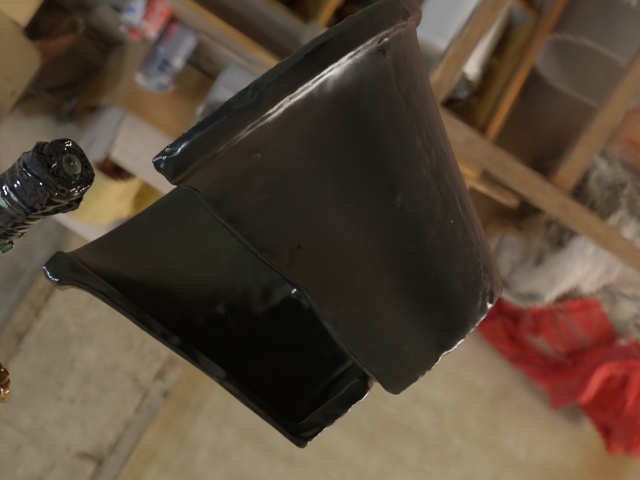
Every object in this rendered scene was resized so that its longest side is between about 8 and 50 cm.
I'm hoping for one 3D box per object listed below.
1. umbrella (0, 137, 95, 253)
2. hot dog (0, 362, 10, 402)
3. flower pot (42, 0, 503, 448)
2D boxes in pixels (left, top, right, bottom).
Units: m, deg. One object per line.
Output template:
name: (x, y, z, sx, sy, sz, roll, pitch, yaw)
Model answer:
umbrella: (-0.210, -0.012, 0.836, 0.188, 0.050, 0.046, -28, 125, 36)
hot dog: (-0.272, 0.087, 0.889, 0.147, 0.065, 0.099, 22, -177, 22)
flower pot: (0.000, 0.000, 1.109, 0.251, 0.379, 0.379, 51, 164, 0)
